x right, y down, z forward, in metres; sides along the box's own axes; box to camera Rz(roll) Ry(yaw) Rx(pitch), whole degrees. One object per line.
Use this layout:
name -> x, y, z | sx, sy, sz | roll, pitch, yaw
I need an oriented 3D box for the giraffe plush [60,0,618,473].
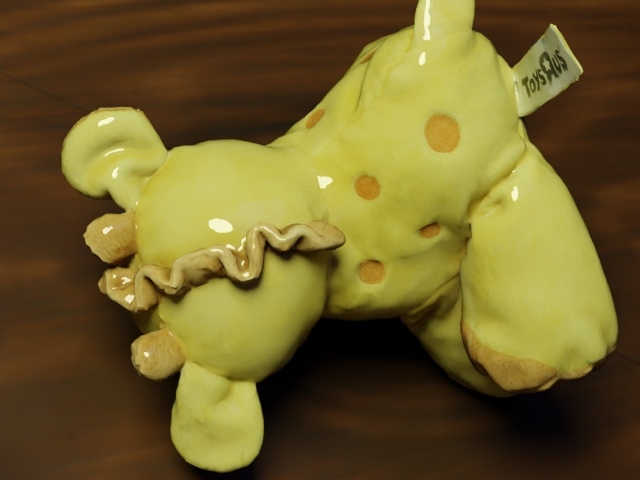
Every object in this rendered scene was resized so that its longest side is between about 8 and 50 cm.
giraffe plush -> 0.000, 0.000, 0.602 | 0.170, 0.210, 0.181 | -25, 68, -10
